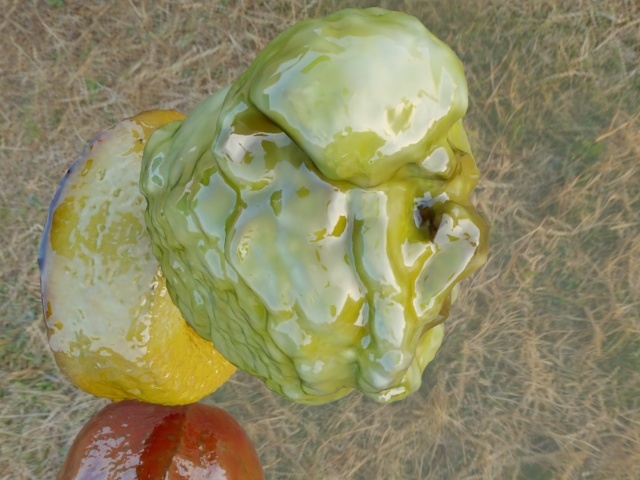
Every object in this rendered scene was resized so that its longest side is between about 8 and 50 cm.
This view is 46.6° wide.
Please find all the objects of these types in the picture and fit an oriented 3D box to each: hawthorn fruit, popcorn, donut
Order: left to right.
[{"bbox_3d":[-0.175,0.272,0.854,0.254,0.254,0.300,0,56,8],"label":"hawthorn fruit"},{"bbox_3d":[-0.135,0.025,0.741,0.110,0.303,0.303,13,83,25],"label":"donut"},{"bbox_3d":[0.000,0.000,0.471,0.173,0.286,0.225,-33,98,-28],"label":"popcorn"}]
